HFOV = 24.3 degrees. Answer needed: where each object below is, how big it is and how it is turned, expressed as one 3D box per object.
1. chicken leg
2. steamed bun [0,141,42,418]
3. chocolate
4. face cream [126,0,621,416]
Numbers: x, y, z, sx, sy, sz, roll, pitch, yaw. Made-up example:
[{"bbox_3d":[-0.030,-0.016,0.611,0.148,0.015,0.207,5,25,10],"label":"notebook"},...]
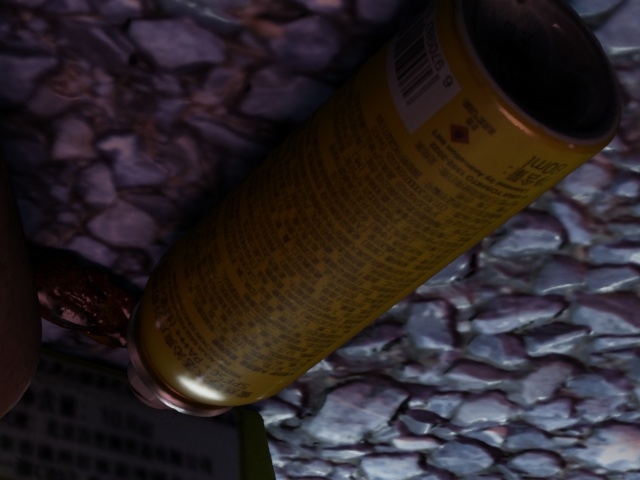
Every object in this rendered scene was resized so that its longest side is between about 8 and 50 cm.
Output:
[{"bbox_3d":[-0.163,0.031,0.892,0.145,0.037,0.062,28,152,-29],"label":"chicken leg"},{"bbox_3d":[-0.305,0.018,0.734,0.301,0.199,0.251,2,140,4],"label":"steamed bun"},{"bbox_3d":[-0.209,0.191,1.017,0.301,0.137,0.289,19,140,-22],"label":"chocolate"},{"bbox_3d":[0.000,0.000,0.778,0.105,0.105,0.349,24,137,-26],"label":"face cream"}]
